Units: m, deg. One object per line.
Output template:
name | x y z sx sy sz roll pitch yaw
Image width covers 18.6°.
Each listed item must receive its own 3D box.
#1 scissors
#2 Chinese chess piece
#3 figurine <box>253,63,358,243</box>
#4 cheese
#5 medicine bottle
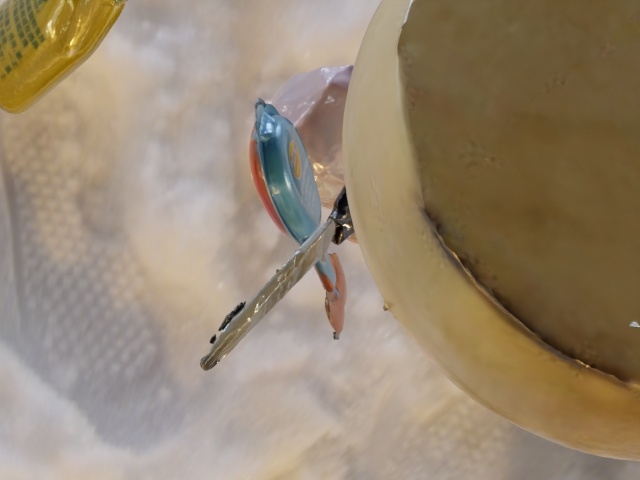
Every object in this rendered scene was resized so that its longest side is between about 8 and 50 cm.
scissors | 0.000 0.000 1.558 0.022 0.109 0.300 30 61 26
Chinese chess piece | 0.133 -0.034 0.785 0.251 0.097 0.250 4 67 -9
figurine | 0.027 -0.087 1.949 0.200 0.276 0.133 42 91 22
cheese | -0.017 -0.021 1.749 0.037 0.256 0.106 -9 40 16
medicine bottle | -0.184 -0.196 1.539 0.064 0.260 0.095 13 54 -41
